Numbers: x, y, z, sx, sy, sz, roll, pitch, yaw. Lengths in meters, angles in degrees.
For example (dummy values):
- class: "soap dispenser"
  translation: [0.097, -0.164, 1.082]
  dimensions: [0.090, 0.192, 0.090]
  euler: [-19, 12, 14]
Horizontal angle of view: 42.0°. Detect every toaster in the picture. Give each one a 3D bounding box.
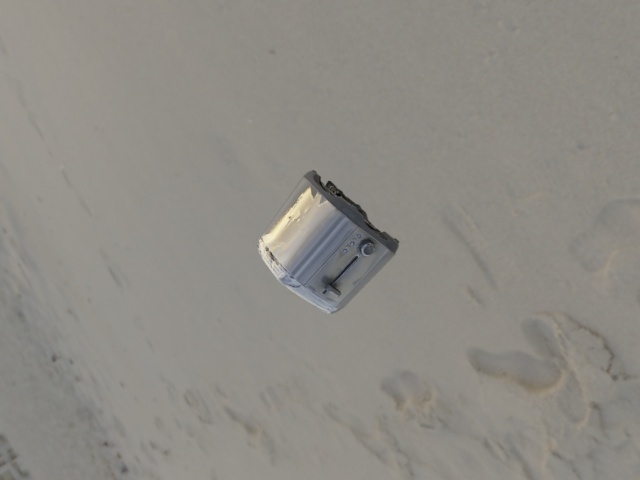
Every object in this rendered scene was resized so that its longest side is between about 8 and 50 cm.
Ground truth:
- class: "toaster"
  translation: [0.000, 0.000, 1.199]
  dimensions: [0.129, 0.146, 0.227]
  euler: [36, -174, -32]
